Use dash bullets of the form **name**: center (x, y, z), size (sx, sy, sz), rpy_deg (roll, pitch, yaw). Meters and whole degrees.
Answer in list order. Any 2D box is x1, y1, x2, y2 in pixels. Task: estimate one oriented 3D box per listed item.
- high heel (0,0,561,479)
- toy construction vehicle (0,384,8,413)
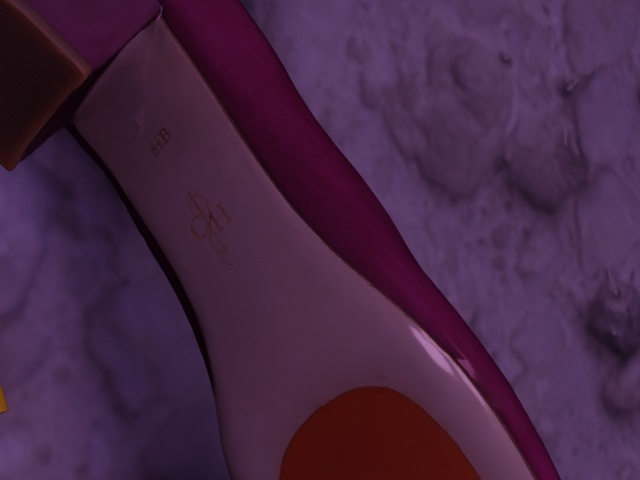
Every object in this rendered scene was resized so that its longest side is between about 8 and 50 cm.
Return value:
- **high heel**: center (0.000, 0.000, 0.713), size (0.377, 0.127, 0.181), rpy_deg (51, 30, -6)
- **toy construction vehicle**: center (-0.175, 0.046, 0.657), size (0.098, 0.035, 0.086), rpy_deg (-20, 84, -47)
